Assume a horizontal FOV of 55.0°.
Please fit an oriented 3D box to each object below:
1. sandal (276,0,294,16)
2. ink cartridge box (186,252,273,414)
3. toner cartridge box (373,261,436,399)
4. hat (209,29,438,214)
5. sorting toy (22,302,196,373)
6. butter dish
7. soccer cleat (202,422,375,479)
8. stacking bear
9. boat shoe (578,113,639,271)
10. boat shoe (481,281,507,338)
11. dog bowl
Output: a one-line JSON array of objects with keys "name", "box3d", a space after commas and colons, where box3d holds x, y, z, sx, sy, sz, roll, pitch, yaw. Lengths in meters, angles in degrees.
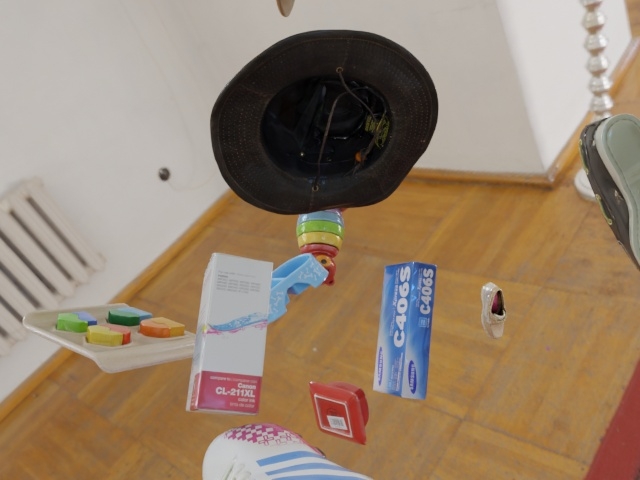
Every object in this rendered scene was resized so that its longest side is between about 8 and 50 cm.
[{"name": "sandal", "box3d": [-0.093, -0.474, 1.047, 0.079, 0.240, 0.088, 20, 84, 6]}, {"name": "ink cartridge box", "box3d": [-0.109, 0.116, 0.733, 0.127, 0.072, 0.175, 134, 143, -68]}, {"name": "toner cartridge box", "box3d": [0.224, 0.236, 1.639, 0.165, 0.075, 0.347, 161, 118, -68]}, {"name": "hat", "box3d": [-0.001, -0.192, 0.923, 0.331, 0.331, 0.134, -24, 43, 8]}, {"name": "sorting toy", "box3d": [-0.301, 0.132, 0.916, 0.208, 0.038, 0.193, 16, 9, 35]}, {"name": "butter dish", "box3d": [0.067, 0.423, 1.590, 0.160, 0.159, 0.118, 4, 22, 38]}, {"name": "soccer cleat", "box3d": [-0.048, 0.255, 0.601, 0.331, 0.143, 0.116, -2, 84, 47]}, {"name": "stacking bear", "box3d": [0.000, 0.000, 1.931, 0.164, 0.176, 0.288, 135, 142, -62]}, {"name": "boat shoe", "box3d": [0.390, -0.047, 0.763, 0.081, 0.227, 0.069, -24, 7, -7]}, {"name": "boat shoe", "box3d": [0.487, 0.203, 1.711, 0.063, 0.170, 0.059, -20, 19, -19]}, {"name": "dog bowl", "box3d": [-0.113, 0.136, 1.729, 0.297, 0.074, 0.166, -38, 17, -29]}]
